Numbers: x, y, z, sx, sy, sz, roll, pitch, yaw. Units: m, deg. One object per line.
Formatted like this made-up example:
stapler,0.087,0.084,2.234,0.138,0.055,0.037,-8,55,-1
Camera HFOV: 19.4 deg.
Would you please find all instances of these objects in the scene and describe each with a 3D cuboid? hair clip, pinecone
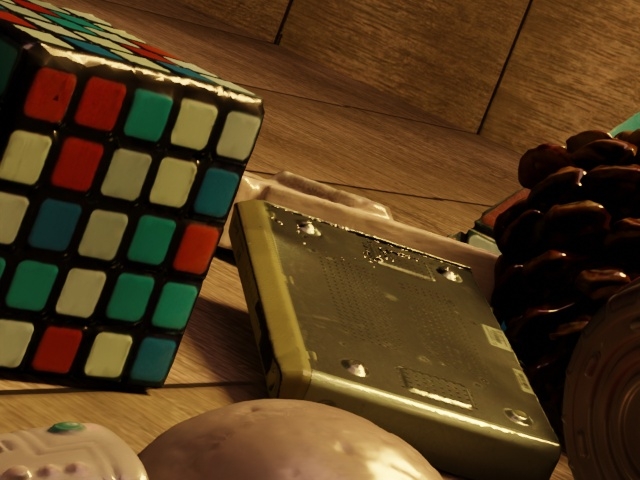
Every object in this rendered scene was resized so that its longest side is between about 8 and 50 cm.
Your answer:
hair clip,0.001,-0.005,1.539,0.331,0.085,0.101,21,8,6
pinecone,0.235,0.031,1.393,0.224,0.224,0.272,22,46,3

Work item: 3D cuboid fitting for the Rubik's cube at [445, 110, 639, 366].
Rubik's cube,0.242,0.097,1.596,0.250,0.284,0.234,54,13,-33

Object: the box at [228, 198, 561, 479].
box,0.046,0.064,1.254,0.211,0.045,0.270,18,20,-15

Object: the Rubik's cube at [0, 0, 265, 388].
Rubik's cube,-0.173,-0.038,1.059,0.182,0.187,0.184,11,16,-46

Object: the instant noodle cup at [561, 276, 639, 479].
instant noodle cup,0.263,0.106,1.118,0.182,0.258,0.302,-5,23,-36

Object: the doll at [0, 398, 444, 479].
doll,-0.084,0.110,0.582,0.287,0.151,0.151,12,13,-31
